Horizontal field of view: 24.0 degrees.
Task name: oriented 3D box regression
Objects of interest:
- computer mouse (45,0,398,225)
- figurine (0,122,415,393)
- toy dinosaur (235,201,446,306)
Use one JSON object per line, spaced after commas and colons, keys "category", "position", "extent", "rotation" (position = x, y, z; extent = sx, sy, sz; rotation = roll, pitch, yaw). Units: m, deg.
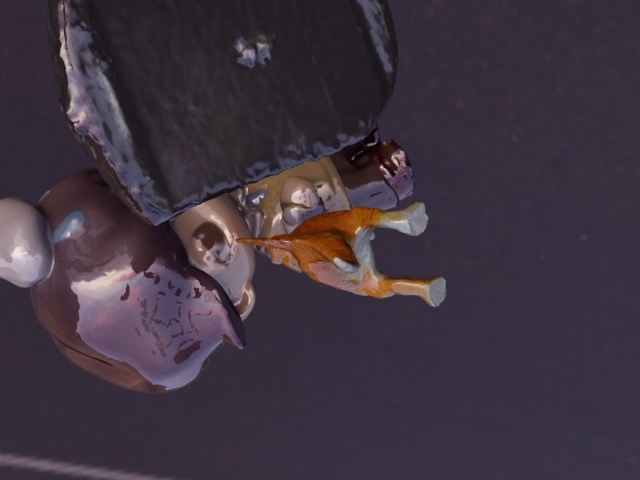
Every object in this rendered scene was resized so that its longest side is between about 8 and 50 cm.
{"category": "computer mouse", "position": [-0.065, -0.119, 0.981], "extent": [0.087, 0.168, 0.295], "rotation": [-11, -167, 47]}
{"category": "figurine", "position": [-0.091, -0.010, 1.339], "extent": [0.365, 0.218, 0.206], "rotation": [-32, 170, -5]}
{"category": "toy dinosaur", "position": [0.001, 0.000, 0.939], "extent": [0.142, 0.057, 0.212], "rotation": [8, 172, 25]}
